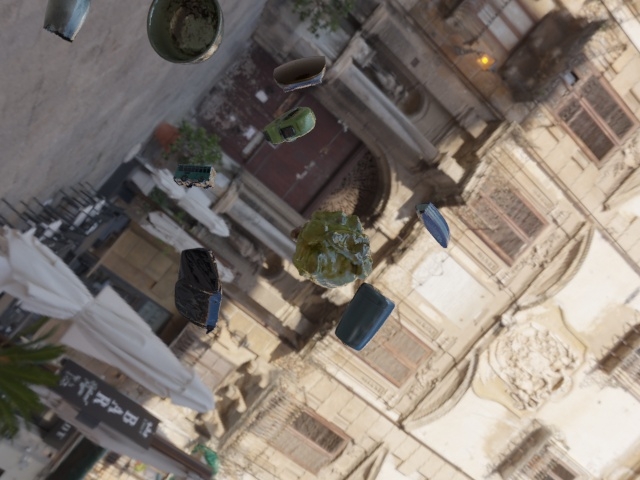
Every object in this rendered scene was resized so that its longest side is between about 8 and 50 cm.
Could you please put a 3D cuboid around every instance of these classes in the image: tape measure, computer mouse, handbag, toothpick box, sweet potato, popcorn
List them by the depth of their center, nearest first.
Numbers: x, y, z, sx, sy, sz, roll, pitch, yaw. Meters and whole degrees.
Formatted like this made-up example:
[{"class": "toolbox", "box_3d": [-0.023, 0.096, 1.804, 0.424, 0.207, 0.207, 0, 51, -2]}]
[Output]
[{"class": "toothpick box", "box_3d": [0.125, 0.226, 1.423, 0.184, 0.120, 0.120, -57, -164, 5]}, {"class": "computer mouse", "box_3d": [-0.057, -0.512, 1.477, 0.158, 0.072, 0.310, -12, -156, 6]}, {"class": "tape measure", "box_3d": [-0.092, -0.410, 1.720, 0.177, 0.088, 0.154, -43, -149, -23]}, {"class": "popcorn", "box_3d": [0.042, 0.027, 1.760, 0.312, 0.312, 0.312, -44, -162, 18]}, {"class": "sweet potato", "box_3d": [-0.007, 0.000, 2.057, 0.106, 0.354, 0.096, 2, -98, 47]}, {"class": "handbag", "box_3d": [-0.534, 0.222, 2.087, 0.302, 0.177, 0.275, 110, -31, -42]}]

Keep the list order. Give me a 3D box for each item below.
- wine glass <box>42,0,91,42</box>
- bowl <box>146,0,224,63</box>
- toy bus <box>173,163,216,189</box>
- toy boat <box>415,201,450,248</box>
[{"class": "wine glass", "box_3d": [-0.772, -0.725, 1.499, 0.205, 0.111, 0.111, -66, -163, 3]}, {"class": "bowl", "box_3d": [-0.455, -0.753, 1.738, 0.289, 0.289, 0.146, -46, 170, 12]}, {"class": "toy bus", "box_3d": [-0.524, -0.269, 2.036, 0.079, 0.160, 0.092, 73, 22, -70]}, {"class": "toy boat", "box_3d": [0.385, -0.044, 1.631, 0.080, 0.229, 0.046, -12, -132, 31]}]
